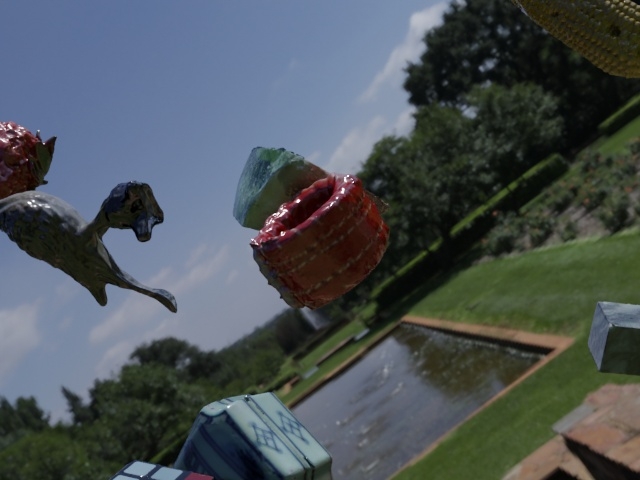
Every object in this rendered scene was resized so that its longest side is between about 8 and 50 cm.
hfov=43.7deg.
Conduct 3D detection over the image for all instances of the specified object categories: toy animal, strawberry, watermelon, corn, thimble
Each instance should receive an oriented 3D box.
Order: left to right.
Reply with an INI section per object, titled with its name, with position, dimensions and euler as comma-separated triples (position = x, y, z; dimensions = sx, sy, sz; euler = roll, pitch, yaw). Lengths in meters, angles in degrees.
[strawberry]
position = -0.502, -0.115, 1.135
dimensions = 0.098, 0.228, 0.174
euler = 87, -160, -70
[toy animal]
position = -0.202, -0.008, 0.608
dimensions = 0.070, 0.202, 0.105
euler = -114, 35, -80
[watermelon]
position = -0.003, -0.059, 1.320
dimensions = 0.193, 0.256, 0.140
euler = -145, 73, -73
[thimble]
position = 0.006, -0.004, 1.142
dimensions = 0.163, 0.125, 0.189
euler = -17, 24, 45
[corn]
position = 0.360, -0.308, 1.088
dimensions = 0.097, 0.261, 0.097
euler = -52, -11, -14

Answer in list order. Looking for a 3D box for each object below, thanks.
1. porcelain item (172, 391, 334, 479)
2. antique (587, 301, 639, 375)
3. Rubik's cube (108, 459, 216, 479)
[porcelain item]
position = -0.129, 0.446, 1.460
dimensions = 0.157, 0.281, 0.286
euler = -5, -50, -51
[antique]
position = 0.530, 0.159, 1.263
dimensions = 0.086, 0.182, 0.088
euler = -79, -6, -67
[Rubik's cube]
position = -0.261, 0.453, 1.220
dimensions = 0.163, 0.161, 0.162
euler = 6, 13, 19
